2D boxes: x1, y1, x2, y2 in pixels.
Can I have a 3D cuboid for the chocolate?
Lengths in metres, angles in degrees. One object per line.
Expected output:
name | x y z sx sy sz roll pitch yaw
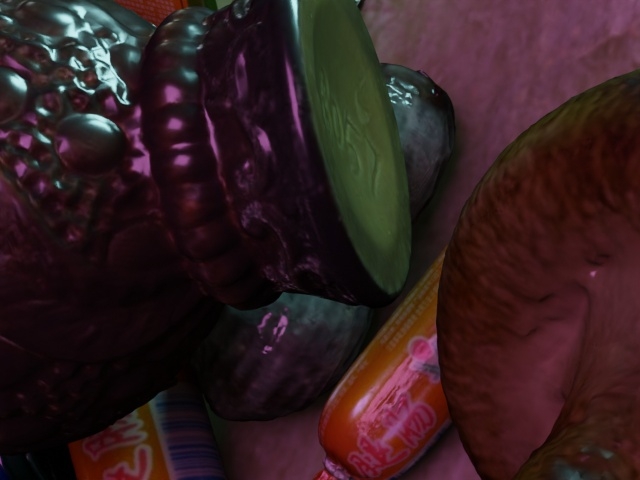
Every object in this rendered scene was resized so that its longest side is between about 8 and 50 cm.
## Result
chocolate | 0.000 0.000 1.165 0.110 0.110 0.248 24 88 27

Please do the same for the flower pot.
flower pot | -0.103 -0.032 1.030 0.267 0.266 0.266 -14 70 16

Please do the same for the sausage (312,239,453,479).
sausage | 0.075 0.058 1.135 0.071 0.071 0.234 38 91 27

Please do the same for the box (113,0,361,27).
box | -0.098 -0.186 1.210 0.195 0.148 0.177 17 51 26

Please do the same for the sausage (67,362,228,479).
sausage | -0.132 0.062 1.209 0.093 0.093 0.312 -25 67 14

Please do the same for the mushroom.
mushroom | 0.167 0.078 0.957 0.331 0.356 0.334 51 140 48

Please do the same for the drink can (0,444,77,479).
drink can | -0.253 0.162 1.217 0.205 0.118 0.118 -24 67 16
